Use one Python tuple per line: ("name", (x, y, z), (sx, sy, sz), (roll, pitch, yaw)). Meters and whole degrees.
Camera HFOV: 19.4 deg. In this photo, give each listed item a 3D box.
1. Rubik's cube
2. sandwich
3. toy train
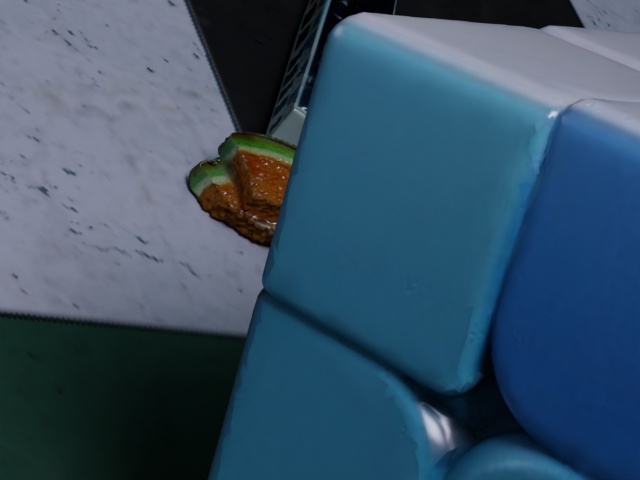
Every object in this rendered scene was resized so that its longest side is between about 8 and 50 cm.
("Rubik's cube", (0.157, 0.108, 0.614), (0.291, 0.291, 0.290), (0, 22, -45))
("sandwich", (0.002, 0.001, 0.887), (0.135, 0.029, 0.067), (46, 40, 2))
("toy train", (0.011, -0.102, 0.989), (0.043, 0.047, 0.207), (35, 34, -14))
